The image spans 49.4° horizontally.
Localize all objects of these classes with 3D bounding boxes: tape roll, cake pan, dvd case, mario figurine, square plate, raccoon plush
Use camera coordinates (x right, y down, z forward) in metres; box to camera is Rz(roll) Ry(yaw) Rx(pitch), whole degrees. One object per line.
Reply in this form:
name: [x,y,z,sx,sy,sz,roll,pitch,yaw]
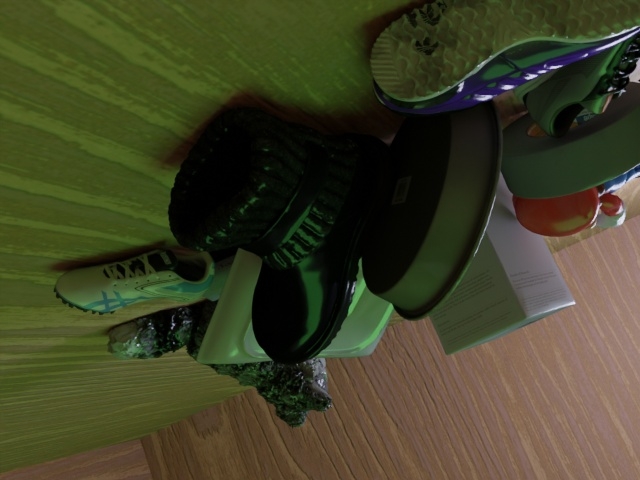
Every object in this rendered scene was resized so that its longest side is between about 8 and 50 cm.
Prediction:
tape roll: [0.359,-0.144,0.989,0.219,0.072,0.219,-25,-162,8]
cake pan: [0.123,-0.050,0.856,0.054,0.293,0.293,16,153,-13]
dvd case: [-0.147,0.049,1.243,0.180,0.022,0.253,-22,165,1]
mario figurine: [0.433,-0.108,1.192,0.320,0.198,0.170,-31,149,-29]
square plate: [0.012,0.076,1.103,0.344,0.049,0.347,3,125,-33]
raccoon plush: [-0.188,0.279,1.449,0.446,0.299,0.216,-16,164,-22]

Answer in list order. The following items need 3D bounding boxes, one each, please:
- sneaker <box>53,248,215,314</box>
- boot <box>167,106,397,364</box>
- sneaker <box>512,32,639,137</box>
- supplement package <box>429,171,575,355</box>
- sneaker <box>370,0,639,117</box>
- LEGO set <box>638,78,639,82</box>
sneaker: [-0.259,0.049,0.994,0.237,0.085,0.086,-4,131,-42]
boot: [-0.066,0.013,0.830,0.260,0.131,0.348,-7,121,-52]
sneaker: [0.349,-0.224,0.833,0.100,0.108,0.271,-11,160,-31]
supplement package: [0.269,0.020,1.208,0.175,0.293,0.177,-7,159,-44]
sneaker: [0.188,-0.202,0.716,0.293,0.102,0.146,-18,170,0]
LEGO set: [0.558,-0.286,0.878,0.255,0.192,0.331,18,131,-24]
